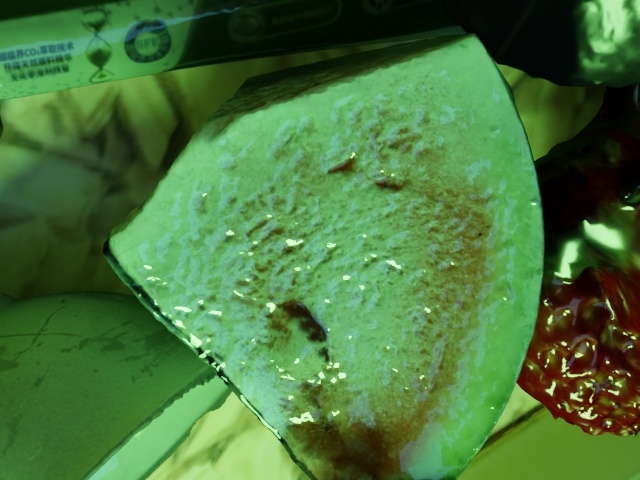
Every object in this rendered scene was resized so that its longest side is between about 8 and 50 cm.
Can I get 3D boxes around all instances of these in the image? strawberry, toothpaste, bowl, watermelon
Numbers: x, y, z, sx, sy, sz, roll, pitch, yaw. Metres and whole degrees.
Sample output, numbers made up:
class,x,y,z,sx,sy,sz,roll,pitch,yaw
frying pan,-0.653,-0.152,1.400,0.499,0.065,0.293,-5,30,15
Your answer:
class,x,y,z,sx,sy,sz,roll,pitch,yaw
strawberry,0.230,0.014,1.165,0.261,0.261,0.257,-39,96,17
toothpaste,-0.053,-0.137,1.110,0.392,0.061,0.099,-11,126,-9
bowl,-0.193,0.121,1.195,0.146,0.313,0.313,46,113,7
watermelon,0.000,0.000,1.043,0.214,0.320,0.289,4,143,-32

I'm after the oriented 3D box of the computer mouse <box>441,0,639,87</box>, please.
class,x,y,z,sx,sy,sz,roll,pitch,yaw
computer mouse,0.178,-0.225,1.016,0.183,0.116,0.323,34,108,4

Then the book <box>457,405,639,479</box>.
class,x,y,z,sx,sy,sz,roll,pitch,yaw
book,0.284,0.195,1.399,0.389,0.032,0.269,-34,96,14

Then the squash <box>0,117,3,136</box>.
class,x,y,z,sx,sy,sz,roll,pitch,yaw
squash,-0.284,0.027,1.136,0.287,0.137,0.137,-42,126,19
